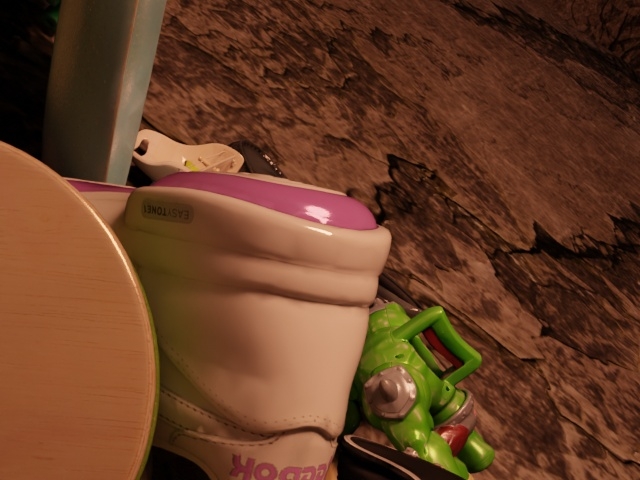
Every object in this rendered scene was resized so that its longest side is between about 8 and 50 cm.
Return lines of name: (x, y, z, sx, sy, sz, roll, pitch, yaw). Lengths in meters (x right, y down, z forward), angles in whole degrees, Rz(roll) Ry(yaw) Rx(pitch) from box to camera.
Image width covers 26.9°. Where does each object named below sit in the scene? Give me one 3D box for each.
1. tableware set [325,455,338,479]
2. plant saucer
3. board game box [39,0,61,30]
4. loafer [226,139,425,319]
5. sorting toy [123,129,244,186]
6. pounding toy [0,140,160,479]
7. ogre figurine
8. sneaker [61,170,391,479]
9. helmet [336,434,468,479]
tableware set: (-0.052, 0.110, 0.705, 0.194, 0.039, 0.128, 16, 32, -48)
plant saucer: (-0.115, -0.147, 0.782, 0.044, 0.317, 0.317, 13, 25, -6)
board game box: (-0.292, -0.351, 0.887, 0.390, 0.050, 0.390, 42, -21, 3)
loafer: (0.000, 0.000, 0.963, 0.076, 0.078, 0.223, 13, 34, -52)
sorting toy: (-0.107, -0.054, 0.948, 0.075, 0.045, 0.083, 35, 22, 8)
pounding toy: (-0.167, 0.038, 0.518, 0.237, 0.183, 0.110, 39, -4, 6)
ogre figurine: (0.060, 0.105, 0.809, 0.118, 0.097, 0.197, 62, 27, -15)
sneaker: (-0.089, 0.047, 0.590, 0.114, 0.152, 0.305, 8, -3, -31)
helmet: (0.035, 0.174, 0.554, 0.169, 0.169, 0.161, 32, 5, -21)
